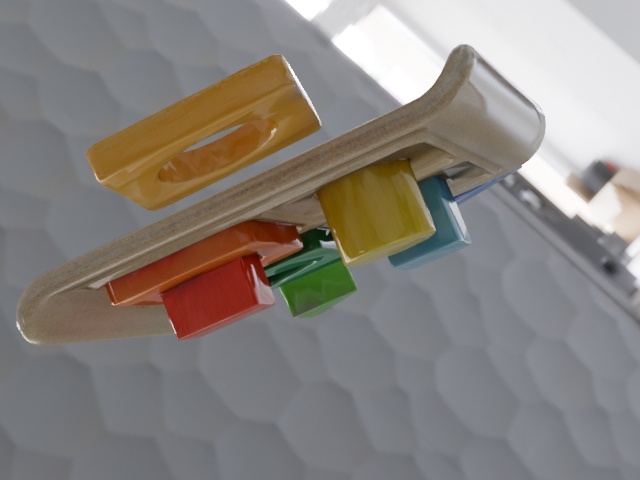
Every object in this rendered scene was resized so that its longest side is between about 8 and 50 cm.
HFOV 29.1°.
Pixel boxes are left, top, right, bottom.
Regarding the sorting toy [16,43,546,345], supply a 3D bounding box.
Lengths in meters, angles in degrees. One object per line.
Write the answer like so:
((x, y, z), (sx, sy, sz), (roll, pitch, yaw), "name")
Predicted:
((0.000, 0.000, 0.504), (0.196, 0.047, 0.347), (-28, -11, 16), "sorting toy")
